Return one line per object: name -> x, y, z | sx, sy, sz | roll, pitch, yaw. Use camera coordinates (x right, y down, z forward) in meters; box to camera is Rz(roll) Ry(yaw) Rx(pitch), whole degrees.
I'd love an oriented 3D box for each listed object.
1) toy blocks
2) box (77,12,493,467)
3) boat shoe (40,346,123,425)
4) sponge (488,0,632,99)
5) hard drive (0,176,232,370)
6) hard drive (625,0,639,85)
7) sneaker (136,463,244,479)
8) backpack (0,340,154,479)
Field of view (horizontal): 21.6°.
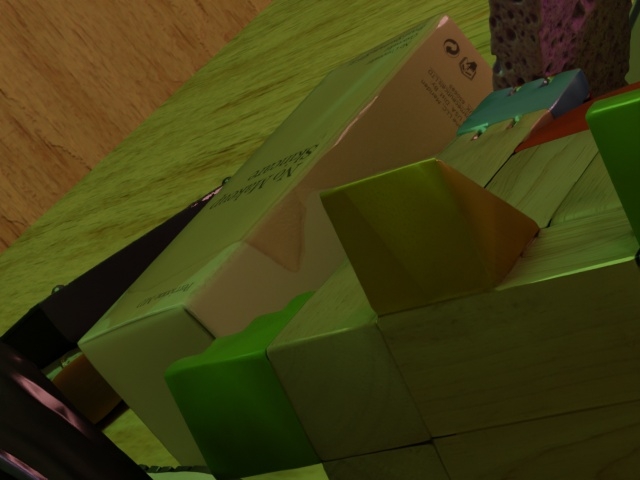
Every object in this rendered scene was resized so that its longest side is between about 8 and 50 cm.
toy blocks -> 0.168, -0.011, 0.621 | 0.381, 0.191, 0.261 | -15, 19, 33
box -> 0.000, 0.000, 1.114 | 0.148, 0.121, 0.311 | -22, 22, 51
boat shoe -> -0.238, 0.154, 1.381 | 0.207, 0.073, 0.073 | -33, 9, -4
sponge -> 0.131, -0.078, 0.896 | 0.031, 0.210, 0.117 | 17, 46, 27
hard drive -> -0.154, 0.024, 1.477 | 0.254, 0.054, 0.172 | -34, 1, -29
hard drive -> 0.307, -0.246, 1.056 | 0.319, 0.040, 0.210 | -46, -15, -23
sneaker -> -0.121, 0.189, 0.889 | 0.124, 0.107, 0.283 | -54, 18, -26
backpack -> -0.138, 0.193, 0.615 | 0.263, 0.276, 0.213 | -46, 8, 3
